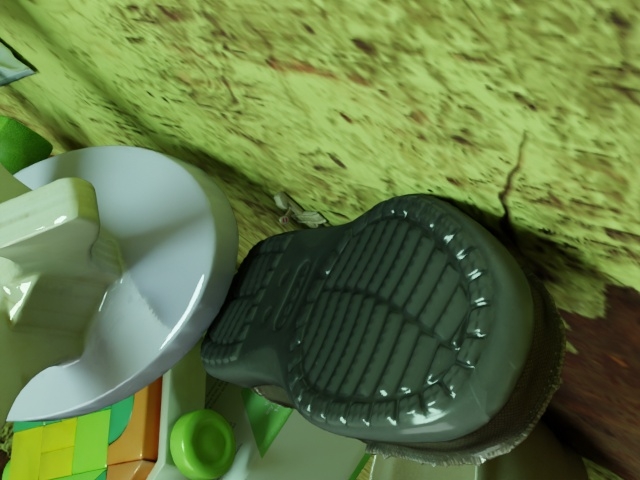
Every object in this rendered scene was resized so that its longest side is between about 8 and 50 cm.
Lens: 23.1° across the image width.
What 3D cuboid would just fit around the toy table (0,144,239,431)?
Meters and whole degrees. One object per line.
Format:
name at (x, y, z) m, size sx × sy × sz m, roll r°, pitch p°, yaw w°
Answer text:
toy table at (-0.206, 0.025, 1.006) m, size 0.161 × 0.274 × 0.252 m, roll 13°, pitch -131°, yaw -57°

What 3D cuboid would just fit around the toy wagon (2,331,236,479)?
toy wagon at (-0.178, 0.169, 1.323) m, size 0.068 × 0.344 × 0.267 m, roll 20°, pitch 153°, yaw -39°

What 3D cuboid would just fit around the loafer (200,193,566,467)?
loafer at (0.049, 0.057, 0.895) m, size 0.130 × 0.134 × 0.366 m, roll 29°, pitch 173°, yaw -19°

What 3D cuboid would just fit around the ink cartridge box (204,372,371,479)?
ink cartridge box at (-0.094, 0.167, 1.407) m, size 0.115 × 0.198 × 0.273 m, roll 42°, pitch 166°, yaw -37°

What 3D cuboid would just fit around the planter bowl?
planter bowl at (0.114, 0.175, 1.066) m, size 0.109 × 0.162 × 0.162 m, roll 12°, pitch 175°, yaw -21°

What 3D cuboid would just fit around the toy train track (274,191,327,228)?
toy train track at (0.000, 0.000, 1.013) m, size 0.083 × 0.014 × 0.048 m, roll 41°, pitch 166°, yaw -19°

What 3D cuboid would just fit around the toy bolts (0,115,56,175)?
toy bolts at (-0.210, 0.013, 1.214) m, size 0.228 × 0.158 × 0.218 m, roll 20°, pitch 171°, yaw 31°

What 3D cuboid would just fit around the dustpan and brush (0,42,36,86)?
dustpan and brush at (-0.324, -0.166, 1.161) m, size 0.211 × 0.060 × 0.147 m, roll 41°, pitch 166°, yaw -18°
